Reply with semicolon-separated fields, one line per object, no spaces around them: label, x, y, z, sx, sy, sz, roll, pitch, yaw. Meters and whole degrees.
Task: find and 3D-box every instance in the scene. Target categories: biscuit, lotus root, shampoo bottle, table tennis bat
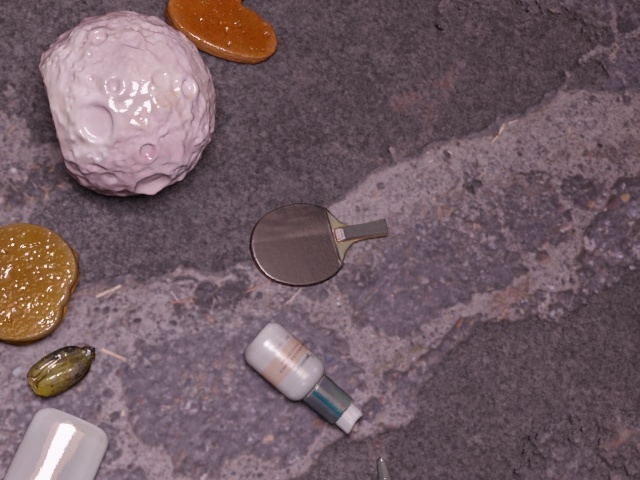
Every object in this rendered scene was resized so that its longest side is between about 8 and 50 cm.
biscuit;-0.147;-0.378;1.669;0.186;0.036;0.192;18;68;-11
lotus root;-0.349;0.174;1.420;0.099;0.049;0.054;-30;73;-21
shampoo bottle;-0.020;0.200;1.488;0.192;0.074;0.074;41;67;1
biscuit;-0.420;0.058;1.443;0.170;0.050;0.170;2;72;-6
shampoo bottle;-0.364;0.334;1.360;0.108;0.051;0.221;26;67;-11
table tennis bat;0.000;0.000;1.591;0.220;0.019;0.130;-11;76;-17

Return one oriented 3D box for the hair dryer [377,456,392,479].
hair dryer;0.086;0.422;1.454;0.195;0.053;0.220;-17;76;-19

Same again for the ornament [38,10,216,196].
ornament;-0.261;-0.189;1.456;0.225;0.259;0.259;-16;77;-13
